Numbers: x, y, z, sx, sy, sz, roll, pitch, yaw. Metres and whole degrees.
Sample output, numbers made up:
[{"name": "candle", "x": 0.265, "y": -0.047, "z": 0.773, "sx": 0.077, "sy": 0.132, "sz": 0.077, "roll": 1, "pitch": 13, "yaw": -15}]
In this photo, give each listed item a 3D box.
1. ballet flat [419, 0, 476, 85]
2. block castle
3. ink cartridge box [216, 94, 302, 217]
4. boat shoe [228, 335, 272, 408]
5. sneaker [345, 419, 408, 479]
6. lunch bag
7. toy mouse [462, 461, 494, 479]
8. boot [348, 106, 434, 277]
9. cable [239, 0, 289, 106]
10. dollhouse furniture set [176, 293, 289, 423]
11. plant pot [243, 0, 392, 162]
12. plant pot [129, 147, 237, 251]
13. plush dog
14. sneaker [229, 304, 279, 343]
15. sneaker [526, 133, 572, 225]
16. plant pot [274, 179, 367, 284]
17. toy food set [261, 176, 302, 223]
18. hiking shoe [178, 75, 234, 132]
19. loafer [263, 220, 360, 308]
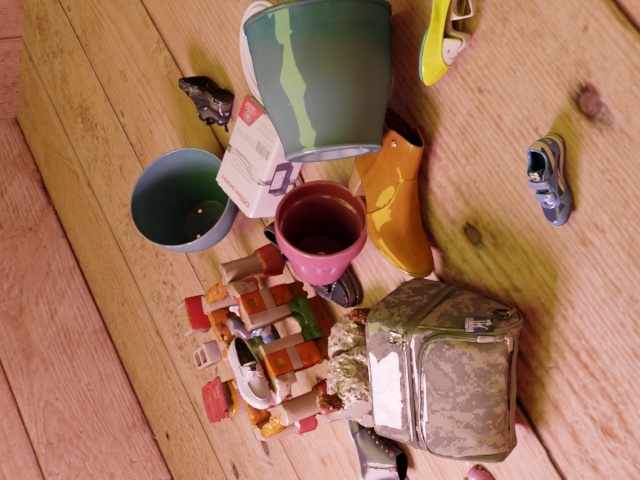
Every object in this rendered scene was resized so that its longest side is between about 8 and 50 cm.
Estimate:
[{"name": "ballet flat", "x": 0.216, "y": -0.362, "z": 1.246, "sx": 0.077, "sy": 0.077, "sz": 0.230, "roll": 23, "pitch": 123, "yaw": 31}, {"name": "block castle", "x": -0.108, "y": 0.256, "z": 1.903, "sx": 0.453, "sy": 0.213, "sz": 0.303, "roll": 65, "pitch": 151, "yaw": 17}, {"name": "ink cartridge box", "x": -0.135, "y": -0.196, "z": 1.782, "sx": 0.172, "sy": 0.100, "sz": 0.237, "roll": 46, "pitch": 125, "yaw": 36}, {"name": "boat shoe", "x": -0.160, "y": 0.299, "z": 1.735, "sx": 0.063, "sy": 0.066, "sz": 0.184, "roll": 104, "pitch": 150, "yaw": -45}, {"name": "sneaker", "x": 0.136, "y": 0.461, "z": 1.763, "sx": 0.118, "sy": 0.083, "sz": 0.222, "roll": -21, "pitch": 77, "yaw": 36}, {"name": "lunch bag", "x": 0.239, "y": 0.236, "z": 1.374, "sx": 0.256, "sy": 0.213, "sz": 0.305, "roll": 11, "pitch": 117, "yaw": 34}, {"name": "toy mouse", "x": 0.328, "y": 0.514, "z": 1.516, "sx": 0.143, "sy": 0.031, "sz": 0.160, "roll": -7, "pitch": 99, "yaw": 57}, {"name": "boot", "x": 0.154, "y": -0.095, "z": 1.430, "sx": 0.295, "sy": 0.104, "sz": 0.211, "roll": 59, "pitch": 146, "yaw": 28}, {"name": "cable", "x": -0.086, "y": -0.408, "z": 1.662, "sx": 0.257, "sy": 0.089, "sz": 0.257, "roll": 62, "pitch": 146, "yaw": 17}, {"name": "dollhouse furniture set", "x": -0.255, "y": 0.322, "z": 2.175, "sx": 0.152, "sy": 0.201, "sz": 0.374, "roll": -38, "pitch": 66, "yaw": 56}, {"name": "plant pot", "x": 0.012, "y": -0.279, "z": 1.373, "sx": 0.272, "sy": 0.272, "sz": 0.255, "roll": -8, "pitch": 90, "yaw": 58}, {"name": "plant pot", "x": -0.351, "y": -0.084, "z": 2.089, "sx": 0.290, "sy": 0.290, "sz": 0.195, "roll": 55, "pitch": 179, "yaw": 26}, {"name": "plush dog", "x": 0.076, "y": 0.270, "z": 1.669, "sx": 0.262, "sy": 0.211, "sz": 0.225, "roll": 120, "pitch": 148, "yaw": -50}, {"name": "sneaker", "x": -0.184, "y": 0.251, "z": 2.129, "sx": 0.211, "sy": 0.081, "sz": 0.080, "roll": 57, "pitch": 143, "yaw": 21}, {"name": "sneaker", "x": 0.351, "y": -0.090, "z": 1.173, "sx": 0.053, "sy": 0.059, "sz": 0.144, "roll": -1, "pitch": 104, "yaw": 55}, {"name": "plant pot", "x": 0.000, "y": 0.000, "z": 1.645, "sx": 0.201, "sy": 0.201, "sz": 0.180, "roll": 54, "pitch": 159, "yaw": 27}, {"name": "toy food set", "x": -0.098, "y": -0.128, "z": 1.871, "sx": 0.192, "sy": 0.039, "sz": 0.132, "roll": -28, "pitch": 86, "yaw": 47}, {"name": "hiking shoe", "x": -0.318, "y": -0.370, "z": 2.037, "sx": 0.227, "sy": 0.086, "sz": 0.114, "roll": 37, "pitch": 130, "yaw": 42}, {"name": "loafer", "x": -0.027, "y": 0.057, "z": 1.780, "sx": 0.302, "sy": 0.095, "sz": 0.109, "roll": 49, "pitch": 143, "yaw": 31}]
